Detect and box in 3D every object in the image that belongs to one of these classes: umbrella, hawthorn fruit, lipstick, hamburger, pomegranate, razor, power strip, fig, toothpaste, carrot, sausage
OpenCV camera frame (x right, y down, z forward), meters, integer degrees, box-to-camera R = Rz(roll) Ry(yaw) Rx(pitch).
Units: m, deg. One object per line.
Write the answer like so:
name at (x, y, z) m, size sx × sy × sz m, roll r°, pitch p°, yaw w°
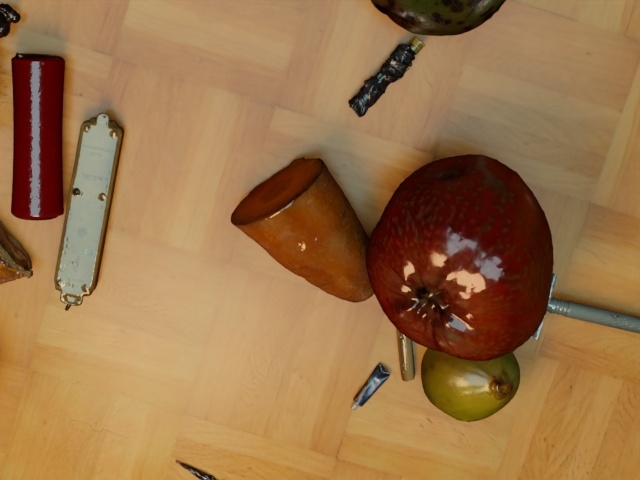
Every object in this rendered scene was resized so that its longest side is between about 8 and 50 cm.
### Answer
umbrella at (-0.174, 0.375, 1.918) m, size 0.122 × 0.013 × 0.022 m, roll 34°, pitch 119°, yaw -8°
umbrella at (0.097, -0.242, 1.797) m, size 0.037 × 0.040 × 0.144 m, roll 43°, pitch 96°, yaw 1°
hawthorn fruit at (0.202, 0.012, 1.736) m, size 0.275 × 0.300 × 0.275 m, roll 7°, pitch 138°, yaw 6°
lipstick at (-0.413, -0.151, 1.786) m, size 0.080 × 0.080 × 0.241 m, roll 3°, pitch 101°, yaw -1°
hamburger at (-0.518, 0.013, 1.809) m, size 0.102 × 0.087 × 0.176 m, roll -39°, pitch 101°, yaw 4°
pomegranate at (0.197, -0.413, 1.669) m, size 0.305 × 0.242 × 0.242 m, roll -30°, pitch 99°, yaw -1°
razor at (0.428, 0.114, 1.860) m, size 0.231 × 0.068 × 0.106 m, roll 12°, pitch 101°, yaw -8°
power strip at (-0.348, -0.042, 1.826) m, size 0.064 × 0.044 × 0.306 m, roll 11°, pitch 98°, yaw -3°
fig at (0.227, 0.203, 1.843) m, size 0.153 × 0.121 × 0.136 m, roll -17°, pitch 107°, yaw 26°
toothpaste at (0.075, 0.229, 1.892) m, size 0.027 × 0.019 × 0.083 m, roll 41°, pitch 97°, yaw 17°
carrot at (0.000, 0.000, 1.801) m, size 0.159 × 0.159 × 0.225 m, roll -39°, pitch 112°, yaw 6°
sausage at (0.129, 0.151, 1.876) m, size 0.024 × 0.024 × 0.132 m, roll -6°, pitch 101°, yaw 0°

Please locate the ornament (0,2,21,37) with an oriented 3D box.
ornament at (-0.512, -0.265, 1.743) m, size 0.153 × 0.166 × 0.196 m, roll 31°, pitch 79°, yaw -27°
